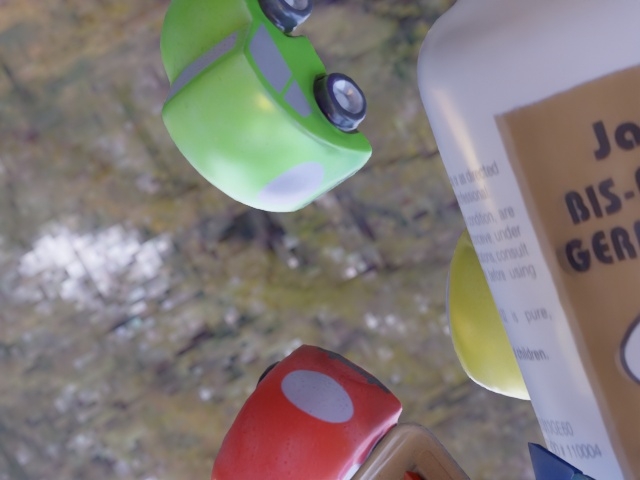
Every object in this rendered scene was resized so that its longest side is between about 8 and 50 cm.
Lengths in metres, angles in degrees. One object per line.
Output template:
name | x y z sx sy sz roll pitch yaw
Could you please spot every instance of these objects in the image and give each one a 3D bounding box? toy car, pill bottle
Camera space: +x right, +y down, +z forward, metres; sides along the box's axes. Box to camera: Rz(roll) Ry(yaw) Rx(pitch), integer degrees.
toy car | 0.000 0.000 0.710 0.239 0.225 0.053 -35 173 37
pill bottle | 0.099 -0.030 0.524 0.131 0.229 0.131 -20 -178 1

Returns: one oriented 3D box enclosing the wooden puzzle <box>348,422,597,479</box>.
wooden puzzle | 0.022 0.094 0.501 0.014 0.078 0.116 18 108 -54
